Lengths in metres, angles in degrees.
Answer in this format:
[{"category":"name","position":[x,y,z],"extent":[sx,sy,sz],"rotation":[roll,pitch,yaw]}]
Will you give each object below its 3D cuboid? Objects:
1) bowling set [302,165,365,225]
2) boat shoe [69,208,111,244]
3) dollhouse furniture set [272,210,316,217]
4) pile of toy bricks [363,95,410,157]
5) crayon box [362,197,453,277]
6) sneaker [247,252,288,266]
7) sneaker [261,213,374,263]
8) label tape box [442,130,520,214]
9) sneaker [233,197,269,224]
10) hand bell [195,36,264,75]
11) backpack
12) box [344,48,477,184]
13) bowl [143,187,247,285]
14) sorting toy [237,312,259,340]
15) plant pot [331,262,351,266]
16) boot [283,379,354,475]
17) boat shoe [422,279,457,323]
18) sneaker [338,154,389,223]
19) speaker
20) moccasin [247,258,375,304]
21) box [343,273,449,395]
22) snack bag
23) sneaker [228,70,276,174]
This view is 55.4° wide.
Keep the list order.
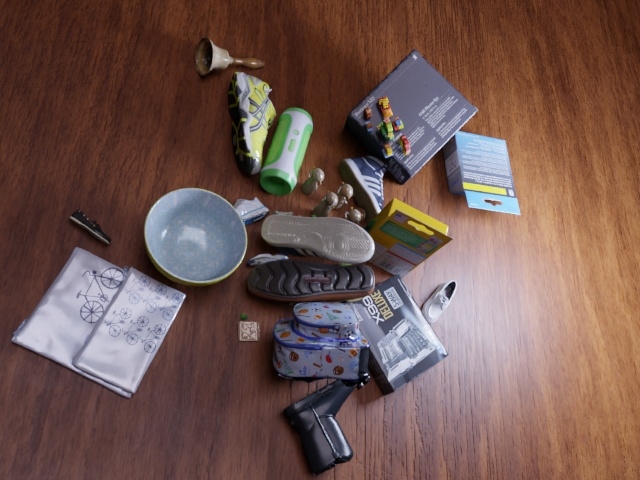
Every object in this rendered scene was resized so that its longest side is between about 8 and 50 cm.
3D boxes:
[{"category":"bowling set","position":[0.073,-0.116,2.007],"extent":[0.199,0.154,0.287],"rotation":[-12,71,-28]},{"category":"boat shoe","position":[-0.640,-0.038,1.715],"extent":[0.133,0.049,0.042],"rotation":[36,65,1]},{"category":"dollhouse furniture set","position":[-0.086,-0.050,1.951],"extent":[0.151,0.076,0.059],"rotation":[2,64,-24]},{"category":"pile of toy bricks","position":[0.220,-0.377,2.027],"extent":[0.118,0.105,0.212],"rotation":[-21,86,-3]},{"category":"crayon box","position":[0.259,-0.011,1.937],"extent":[0.203,0.323,0.083],"rotation":[27,58,-10]},{"category":"sneaker","position":[-0.158,0.072,1.876],"extent":[0.135,0.052,0.058],"rotation":[-4,72,-25]},{"category":"sneaker","position":[0.000,0.000,1.864],"extent":[0.349,0.148,0.131],"rotation":[14,77,15]},{"category":"label tape box","position":[0.610,-0.239,2.334],"extent":[0.240,0.106,0.334],"rotation":[7,64,-20]},{"category":"sneaker","position":[-0.257,-0.086,1.905],"extent":[0.190,0.071,0.083],"rotation":[-21,69,-39]},{"category":"hand bell","position":[-0.303,-0.630,2.141],"extent":[0.242,0.126,0.126],"rotation":[-4,67,-40]},{"category":"backpack","position":[-0.006,0.289,1.709],"extent":[0.263,0.276,0.213],"rotation":[-6,97,-6]},{"category":"box","position":[0.315,-0.434,2.178],"extent":[0.343,0.179,0.312],"rotation":[-44,89,-5]},{"category":"bowl","position":[-0.367,0.012,1.748],"extent":[0.289,0.156,0.290],"rotation":[10,63,-19]},{"category":"sorting toy","position":[-0.211,0.253,1.785],"extent":[0.062,0.012,0.083],"rotation":[3,68,-18]},{"category":"plant pot","position":[0.065,0.117,1.942],"extent":[0.083,0.083,0.079],"rotation":[-1,78,-24]},{"category":"boot","position":[0.038,0.516,1.719],"extent":[0.246,0.094,0.207],"rotation":[-23,76,-29]},{"category":"boat shoe","position":[0.406,0.203,2.053],"extent":[0.066,0.063,0.184],"rotation":[46,56,3]},{"category":"sneaker","position":[0.192,-0.179,2.124],"extent":[0.153,0.099,0.282],"rotation":[-19,71,-28]},{"category":"speaker","position":[-0.111,-0.299,2.030],"extent":[0.131,0.131,0.297],"rotation":[22,59,-13]},{"category":"moccasin","position":[-0.030,0.130,1.837],"extent":[0.379,0.147,0.139],"rotation":[-4,65,-11]},{"category":"box","position":[0.223,0.291,1.921],"extent":[0.242,0.076,0.308],"rotation":[-24,77,-31]},{"category":"snack bag","position":[-0.581,0.203,1.632],"extent":[0.342,0.037,0.323],"rotation":[29,58,-8]},{"category":"sneaker","position":[-0.215,-0.396,2.024],"extent":[0.147,0.145,0.385],"rotation":[3,66,-22]}]
